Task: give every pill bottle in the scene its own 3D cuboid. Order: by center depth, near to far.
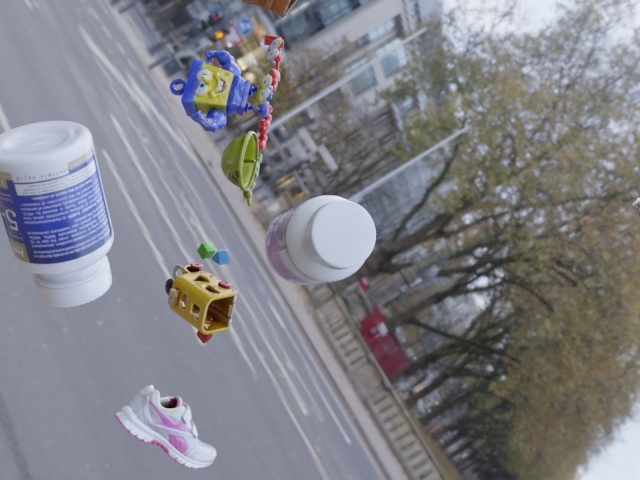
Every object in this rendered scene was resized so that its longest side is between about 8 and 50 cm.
[{"bbox_3d":[-0.289,-0.026,0.893,0.112,0.112,0.187,-121,-158,-58],"label":"pill bottle"},{"bbox_3d":[0.000,0.000,1.611,0.169,0.169,0.301,58,-17,-5],"label":"pill bottle"}]

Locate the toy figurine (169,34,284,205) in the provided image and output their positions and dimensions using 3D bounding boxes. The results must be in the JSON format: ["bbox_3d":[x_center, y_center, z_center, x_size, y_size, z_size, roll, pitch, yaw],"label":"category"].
[{"bbox_3d":[-0.217,-0.273,1.724,0.191,0.217,0.362,101,0,-71],"label":"toy figurine"}]

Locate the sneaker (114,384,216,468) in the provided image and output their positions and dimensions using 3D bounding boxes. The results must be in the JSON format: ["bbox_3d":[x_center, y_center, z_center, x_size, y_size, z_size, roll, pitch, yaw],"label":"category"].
[{"bbox_3d":[-0.307,0.396,1.733,0.252,0.111,0.103,41,-11,-33],"label":"sneaker"}]

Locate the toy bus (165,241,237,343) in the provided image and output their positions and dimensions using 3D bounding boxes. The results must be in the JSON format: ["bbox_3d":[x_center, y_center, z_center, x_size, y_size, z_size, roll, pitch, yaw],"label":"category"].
[{"bbox_3d":[-0.272,0.117,1.726,0.104,0.202,0.191,-8,73,-47],"label":"toy bus"}]

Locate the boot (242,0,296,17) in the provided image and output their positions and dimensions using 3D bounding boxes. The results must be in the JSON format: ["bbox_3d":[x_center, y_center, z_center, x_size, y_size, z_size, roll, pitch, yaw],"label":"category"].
[{"bbox_3d":[-0.079,-0.501,1.419,0.152,0.197,0.073,32,17,6],"label":"boot"}]

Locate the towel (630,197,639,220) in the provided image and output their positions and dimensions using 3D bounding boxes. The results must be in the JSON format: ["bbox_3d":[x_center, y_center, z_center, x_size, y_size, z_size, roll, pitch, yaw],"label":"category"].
[{"bbox_3d":[0.783,-0.014,1.464,0.317,0.332,0.053,60,-2,7],"label":"towel"}]
